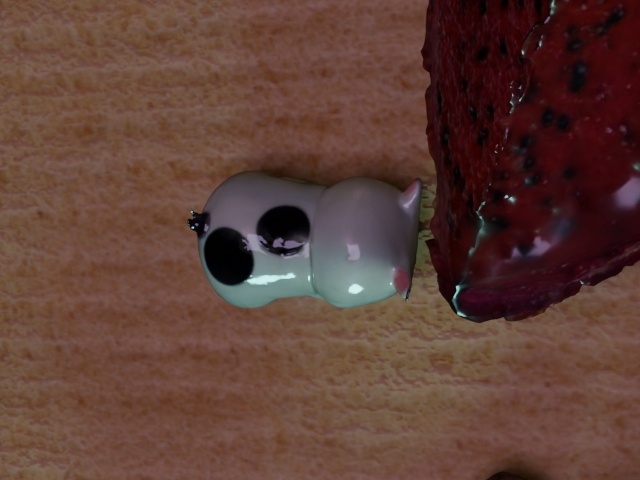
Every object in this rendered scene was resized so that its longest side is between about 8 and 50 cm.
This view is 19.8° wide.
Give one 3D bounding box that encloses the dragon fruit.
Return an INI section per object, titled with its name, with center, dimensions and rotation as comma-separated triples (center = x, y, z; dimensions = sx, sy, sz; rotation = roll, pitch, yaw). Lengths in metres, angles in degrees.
[dragon fruit]
center = 0.153, -0.100, 1.282
dimensions = 0.302, 0.240, 0.330
rotation = 35, 106, 32

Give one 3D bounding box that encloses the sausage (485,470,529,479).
[sausage]
center = 0.071, 0.291, 1.486
dimensions = 0.304, 0.078, 0.078
rotation = -42, 84, 22

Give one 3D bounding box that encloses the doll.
[doll]
center = -0.006, 0.000, 1.439
dimensions = 0.180, 0.107, 0.110
rotation = 3, 81, 15
